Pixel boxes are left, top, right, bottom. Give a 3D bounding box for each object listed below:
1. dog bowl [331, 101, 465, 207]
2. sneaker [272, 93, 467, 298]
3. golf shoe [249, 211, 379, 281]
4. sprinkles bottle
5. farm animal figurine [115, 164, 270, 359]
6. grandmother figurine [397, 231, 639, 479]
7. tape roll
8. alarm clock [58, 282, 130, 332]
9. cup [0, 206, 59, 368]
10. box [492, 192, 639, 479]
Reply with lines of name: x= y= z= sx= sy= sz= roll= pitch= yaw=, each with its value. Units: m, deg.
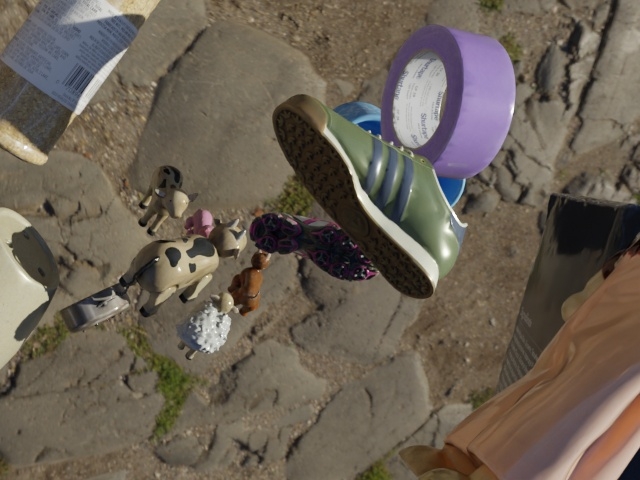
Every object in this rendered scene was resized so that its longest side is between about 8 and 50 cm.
dog bowl: x=0.131 y=-0.136 z=1.198 sx=0.297 sy=0.074 sz=0.165 roll=21 pitch=101 yaw=-20
sneaker: x=0.048 y=-0.049 z=0.542 sx=0.192 sy=0.064 sz=0.086 roll=51 pitch=59 yaw=-8
golf shoe: x=0.000 y=0.000 z=0.915 sx=0.186 sy=0.086 sz=0.067 roll=21 pitch=104 yaw=9
sprinkles bottle: x=-0.311 y=-0.271 z=0.859 sx=0.121 sy=0.121 sz=0.355 roll=36 pitch=89 yaw=-34
farm animal figurine: x=-0.234 y=0.009 z=1.220 sx=0.330 sy=0.327 sz=0.172 roll=43 pitch=123 yaw=0
grandmother figurine: x=0.196 y=0.032 z=0.370 sx=0.342 sy=0.208 sz=0.104 roll=-42 pitch=95 yaw=-6
tape roll: x=0.158 y=-0.176 z=0.861 sx=0.080 sy=0.189 sz=0.188 roll=4 pitch=110 yaw=-25
alarm clock: x=-0.429 y=0.130 z=1.284 sx=0.129 sy=0.192 sz=0.064 roll=-27 pitch=90 yaw=-31
cup: x=-0.603 y=0.074 z=1.147 sx=0.237 sy=0.331 sz=0.331 roll=-30 pitch=123 yaw=2
box: x=0.441 y=0.235 z=0.706 sx=0.480 sy=0.297 sz=0.471 roll=15 pitch=97 yaw=5
